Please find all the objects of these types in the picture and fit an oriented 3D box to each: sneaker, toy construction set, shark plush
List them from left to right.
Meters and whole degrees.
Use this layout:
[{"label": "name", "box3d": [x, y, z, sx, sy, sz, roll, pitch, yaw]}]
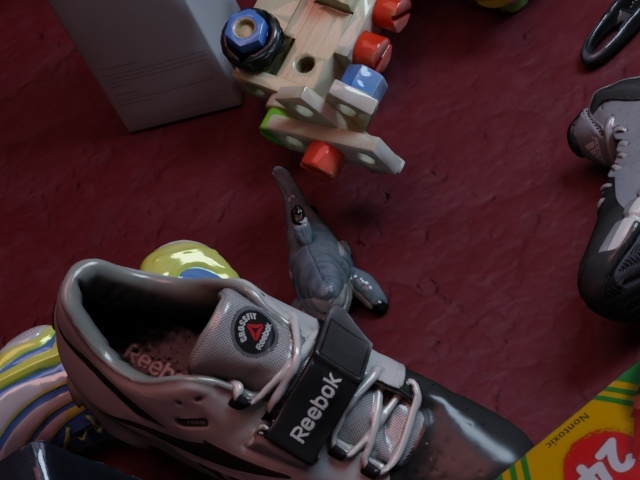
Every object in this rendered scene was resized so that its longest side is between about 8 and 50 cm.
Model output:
[{"label": "sneaker", "box3d": [-0.139, 0.099, 1.231, 0.240, 0.091, 0.126, -42, 47, -15]}, {"label": "sneaker", "box3d": [-0.023, 0.099, 1.101, 0.331, 0.146, 0.122, 16, 64, 14]}, {"label": "shark plush", "box3d": [0.000, 0.000, 1.267, 0.073, 0.067, 0.161, -16, 46, 12]}, {"label": "toy construction set", "box3d": [0.050, -0.170, 1.350, 0.215, 0.151, 0.327, 22, 61, 22]}, {"label": "sneaker", "box3d": [0.208, -0.038, 1.202, 0.132, 0.086, 0.229, 16, 49, 41]}]

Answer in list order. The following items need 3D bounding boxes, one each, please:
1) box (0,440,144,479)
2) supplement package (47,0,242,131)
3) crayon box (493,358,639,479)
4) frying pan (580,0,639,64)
[{"label": "box", "box3d": [-0.191, 0.335, 0.867, 0.395, 0.212, 0.293, -32, 56, 16]}, {"label": "supplement package", "box3d": [-0.139, -0.191, 1.424, 0.105, 0.179, 0.105, -12, 47, 15]}, {"label": "crayon box", "box3d": [0.235, 0.206, 0.964, 0.202, 0.081, 0.318, -38, 46, -10]}, {"label": "frying pan", "box3d": [0.293, -0.277, 1.392, 0.326, 0.053, 0.197, -29, 44, -5]}]
